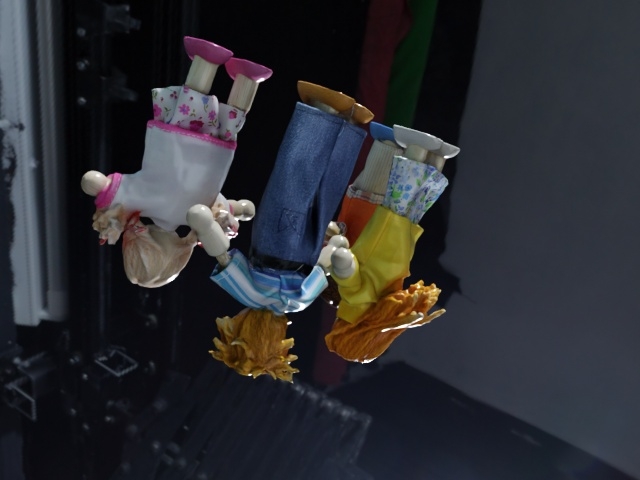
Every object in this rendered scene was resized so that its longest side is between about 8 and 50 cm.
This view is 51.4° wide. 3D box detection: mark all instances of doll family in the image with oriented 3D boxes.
[{"bbox_3d":[0.000,0.000,0.398,0.263,0.118,0.163,12,-79,-48],"label":"doll family"}]
